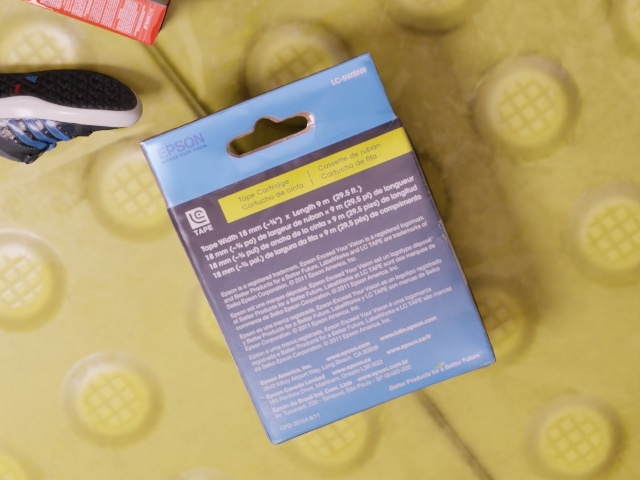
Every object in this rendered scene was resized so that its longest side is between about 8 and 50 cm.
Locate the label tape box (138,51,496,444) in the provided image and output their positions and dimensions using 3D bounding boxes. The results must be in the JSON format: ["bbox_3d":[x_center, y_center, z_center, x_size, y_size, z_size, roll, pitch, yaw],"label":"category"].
[{"bbox_3d":[0.000,0.000,1.796,0.240,0.106,0.334,-21,106,6],"label":"label tape box"}]

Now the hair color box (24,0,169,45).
[{"bbox_3d":[-0.215,-0.231,1.741,0.141,0.072,0.043,20,106,-5],"label":"hair color box"}]

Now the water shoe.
[{"bbox_3d":[-0.271,-0.117,1.787,0.203,0.073,0.080,3,129,3],"label":"water shoe"}]
